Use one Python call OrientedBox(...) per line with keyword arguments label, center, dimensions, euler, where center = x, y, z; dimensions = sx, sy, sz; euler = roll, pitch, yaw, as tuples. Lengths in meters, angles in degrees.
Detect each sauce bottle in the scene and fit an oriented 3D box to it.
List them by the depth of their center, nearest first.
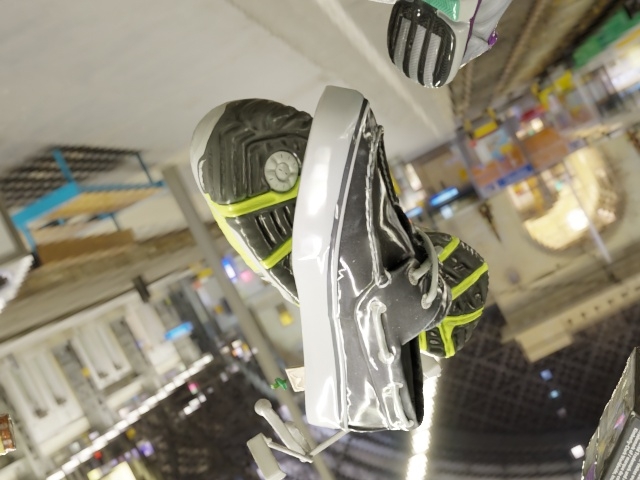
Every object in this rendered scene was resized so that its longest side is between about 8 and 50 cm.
OrientedBox(label="sauce bottle", center=(-0.365, 0.202, 1.136), dimensions=(0.128, 0.042, 0.042), euler=(-12, 178, -10))

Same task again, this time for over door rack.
OrientedBox(label="over door rack", center=(0.033, 0.184, 1.460), dimensions=(0.239, 0.108, 0.324), euler=(-35, 171, 2))

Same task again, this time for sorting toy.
OrientedBox(label="sorting toy", center=(-0.021, 0.159, 1.363), dimensions=(0.083, 0.012, 0.062), euler=(-9, 146, 8))

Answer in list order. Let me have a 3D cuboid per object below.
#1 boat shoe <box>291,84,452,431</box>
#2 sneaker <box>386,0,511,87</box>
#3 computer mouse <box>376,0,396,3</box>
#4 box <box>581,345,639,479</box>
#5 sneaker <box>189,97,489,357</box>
OrientedBox(label="boat shoe", center=(0.041, 0.027, 0.803), dimensions=(0.102, 0.301, 0.108), euler=(7, -140, 11))
OrientedBox(label="sneaker", center=(0.110, -0.220, 0.819), dimensions=(0.098, 0.083, 0.223), euler=(-30, 147, -39))
OrientedBox(label="computer mouse", center=(0.002, -0.277, 1.138), dimensions=(0.193, 0.042, 0.106), euler=(12, 171, -8))
OrientedBox(label="box", center=(0.399, 0.236, 1.104), dimensions=(0.165, 0.270, 0.143), euler=(-51, 161, -66))
OrientedBox(label="sneaker", center=(0.000, 0.000, 1.037), dimensions=(0.147, 0.385, 0.145), euler=(17, -105, 42))
